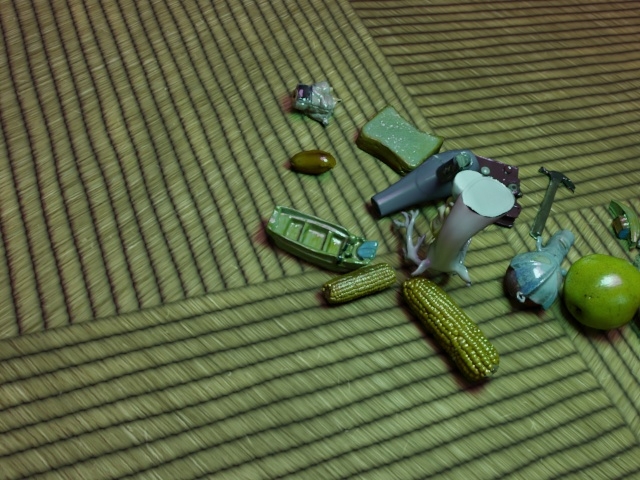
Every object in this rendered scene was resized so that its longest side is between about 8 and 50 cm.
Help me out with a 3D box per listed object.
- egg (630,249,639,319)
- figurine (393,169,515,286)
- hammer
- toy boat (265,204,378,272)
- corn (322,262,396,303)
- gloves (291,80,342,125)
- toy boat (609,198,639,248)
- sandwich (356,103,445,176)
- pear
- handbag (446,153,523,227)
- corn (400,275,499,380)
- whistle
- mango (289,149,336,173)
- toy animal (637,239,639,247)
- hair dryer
[{"bbox_3d":[0.943,0.131,1.749,0.279,0.279,0.310,-4,29,-18],"label":"egg"},{"bbox_3d":[0.328,-0.026,1.662,0.206,0.315,0.284,23,38,-11],"label":"figurine"},{"bbox_3d":[0.665,-0.109,1.999,0.125,0.027,0.297,26,50,11],"label":"hammer"},{"bbox_3d":[0.000,0.004,1.692,0.276,0.084,0.111,19,53,3],"label":"toy boat"},{"bbox_3d":[0.098,0.102,1.648,0.207,0.068,0.068,-16,59,-27],"label":"corn"},{"bbox_3d":[-0.017,-0.407,1.993,0.144,0.094,0.110,28,57,-19],"label":"gloves"},{"bbox_3d":[0.892,-0.051,1.998,0.066,0.065,0.172,-6,50,4],"label":"toy boat"},{"bbox_3d":[0.231,-0.290,1.990,0.215,0.065,0.186,37,53,14],"label":"sandwich"},{"bbox_3d":[0.714,0.129,1.732,0.198,0.198,0.198,8,52,-10],"label":"pear"},{"bbox_3d":[0.471,-0.151,1.946,0.216,0.074,0.203,15,53,-3],"label":"handbag"},{"bbox_3d":[0.306,0.198,1.615,0.102,0.102,0.313,-21,60,-29],"label":"corn"},{"bbox_3d":[0.583,0.069,1.787,0.142,0.133,0.346,35,43,16],"label":"whistle"},{"bbox_3d":[-0.020,-0.216,1.855,0.127,0.077,0.063,1,76,2],"label":"mango"},{"bbox_3d":[1.025,0.005,1.983,0.179,0.089,0.188,25,55,23],"label":"toy animal"},{"bbox_3d":[0.292,-0.167,1.716,0.301,0.361,0.121,-26,86,-8],"label":"hair dryer"}]
